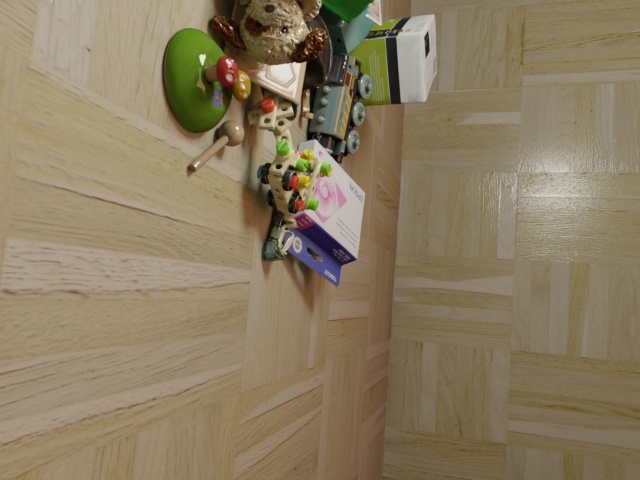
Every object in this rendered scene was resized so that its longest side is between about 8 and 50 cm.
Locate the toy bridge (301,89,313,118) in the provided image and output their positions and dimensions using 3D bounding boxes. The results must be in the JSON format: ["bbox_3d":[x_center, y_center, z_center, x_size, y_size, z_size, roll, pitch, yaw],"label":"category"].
[{"bbox_3d":[-0.027,-0.442,1.490,0.063,0.026,0.188,30,-68,62],"label":"toy bridge"}]

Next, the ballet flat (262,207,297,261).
[{"bbox_3d":[-0.093,-0.026,1.342,0.070,0.070,0.189,66,32,-55],"label":"ballet flat"}]

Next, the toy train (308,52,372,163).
[{"bbox_3d":[0.049,-0.405,1.604,0.190,0.142,0.334,10,93,-59],"label":"toy train"}]

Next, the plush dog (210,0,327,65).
[{"bbox_3d":[-0.091,-0.463,1.052,0.210,0.262,0.226,58,42,-85],"label":"plush dog"}]

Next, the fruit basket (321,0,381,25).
[{"bbox_3d":[0.051,-0.777,1.383,0.326,0.165,0.353,22,65,-33],"label":"fruit basket"}]

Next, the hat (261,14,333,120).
[{"bbox_3d":[-0.042,-0.474,1.329,0.331,0.133,0.332,2,90,-73],"label":"hat"}]

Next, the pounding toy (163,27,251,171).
[{"bbox_3d":[-0.181,-0.265,0.959,0.183,0.110,0.237,-61,148,-54],"label":"pounding toy"}]

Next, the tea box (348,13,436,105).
[{"bbox_3d":[0.215,-0.614,1.792,0.329,0.323,0.220,-60,147,-53],"label":"tea box"}]

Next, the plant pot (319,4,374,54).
[{"bbox_3d":[0.062,-0.681,1.583,0.165,0.165,0.234,64,41,-56],"label":"plant pot"}]

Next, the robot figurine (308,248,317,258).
[{"bbox_3d":[0.000,0.000,1.627,0.101,0.066,0.115,90,14,-50],"label":"robot figurine"}]

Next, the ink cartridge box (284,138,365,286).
[{"bbox_3d":[0.023,-0.071,1.545,0.324,0.071,0.330,39,51,-50],"label":"ink cartridge box"}]

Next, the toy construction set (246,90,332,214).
[{"bbox_3d":[-0.068,-0.187,1.252,0.215,0.151,0.328,-66,151,-23],"label":"toy construction set"}]

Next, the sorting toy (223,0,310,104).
[{"bbox_3d":[-0.116,-0.419,1.151,0.208,0.038,0.193,20,70,-37],"label":"sorting toy"}]
